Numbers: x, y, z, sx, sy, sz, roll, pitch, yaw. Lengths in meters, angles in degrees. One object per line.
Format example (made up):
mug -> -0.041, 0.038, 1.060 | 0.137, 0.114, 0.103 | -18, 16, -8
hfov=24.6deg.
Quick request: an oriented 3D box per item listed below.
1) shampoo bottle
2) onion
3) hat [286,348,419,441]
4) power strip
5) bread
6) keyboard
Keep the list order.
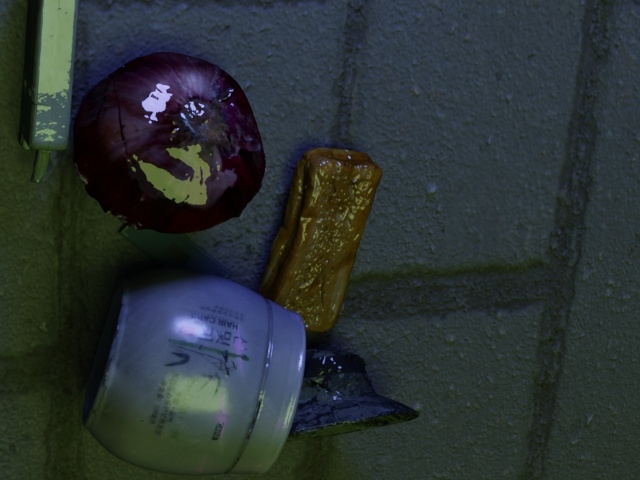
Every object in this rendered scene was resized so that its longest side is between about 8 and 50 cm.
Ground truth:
shampoo bottle -> -0.167, 0.180, 1.973 | 0.266, 0.273, 0.273 | 13, 107, -12
onion -> -0.196, -0.115, 1.887 | 0.252, 0.252, 0.219 | 10, 153, -21
hat -> 0.007, 0.223, 2.154 | 0.266, 0.265, 0.128 | -4, 81, -22
power strip -> -0.341, -0.210, 1.837 | 0.053, 0.093, 0.288 | -1, 113, -21
bread -> 0.001, 0.000, 2.089 | 0.139, 0.077, 0.270 | 4, 112, -29
keyboard -> -0.200, 0.017, 2.047 | 0.055, 0.014, 0.176 | -48, 122, 3
